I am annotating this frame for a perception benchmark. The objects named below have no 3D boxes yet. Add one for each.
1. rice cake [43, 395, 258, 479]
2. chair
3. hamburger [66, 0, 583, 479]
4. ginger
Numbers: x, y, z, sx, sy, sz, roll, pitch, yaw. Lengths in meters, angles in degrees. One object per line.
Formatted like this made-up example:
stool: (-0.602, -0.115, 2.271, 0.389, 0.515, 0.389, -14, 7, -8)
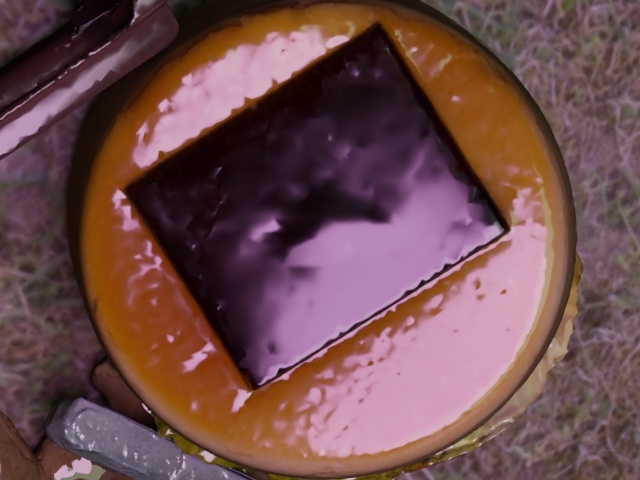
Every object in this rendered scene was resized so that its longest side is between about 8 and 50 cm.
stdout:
rice cake: (-0.069, 0.142, 0.985, 0.208, 0.033, 0.033, 30, 72, -28)
chair: (-0.116, -0.186, 0.860, 0.326, 0.175, 0.183, -32, 106, -9)
hamburger: (0.000, 0.000, 0.939, 0.300, 0.176, 0.300, 0, 93, 1)
ginger: (-0.129, 0.130, 1.003, 0.259, 0.065, 0.149, 37, 73, -23)
